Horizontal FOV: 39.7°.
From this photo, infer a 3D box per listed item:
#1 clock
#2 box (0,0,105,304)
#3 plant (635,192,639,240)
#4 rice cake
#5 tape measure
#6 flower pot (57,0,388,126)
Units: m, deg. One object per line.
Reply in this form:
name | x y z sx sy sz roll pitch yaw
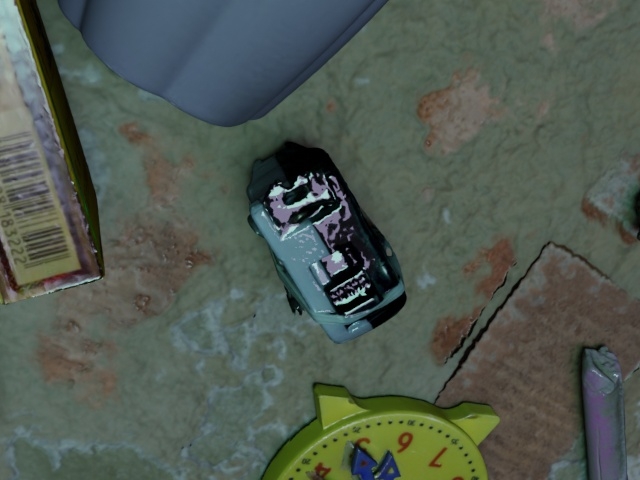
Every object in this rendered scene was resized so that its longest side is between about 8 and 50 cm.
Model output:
clock | 0.065 0.308 1.005 0.277 0.071 0.293 5 111 -19
box | -0.244 -0.129 0.663 0.084 0.193 0.301 -16 115 -10
plant | 0.419 -0.033 0.971 0.174 0.085 0.087 -14 139 -16
rice cake | 0.345 0.246 1.073 0.049 0.055 0.270 -15 117 -5
tape measure | 0.002 0.004 0.800 0.107 0.182 0.181 -28 106 -1
flower pot | -0.064 -0.233 0.660 0.265 0.265 0.243 29 114 -25
